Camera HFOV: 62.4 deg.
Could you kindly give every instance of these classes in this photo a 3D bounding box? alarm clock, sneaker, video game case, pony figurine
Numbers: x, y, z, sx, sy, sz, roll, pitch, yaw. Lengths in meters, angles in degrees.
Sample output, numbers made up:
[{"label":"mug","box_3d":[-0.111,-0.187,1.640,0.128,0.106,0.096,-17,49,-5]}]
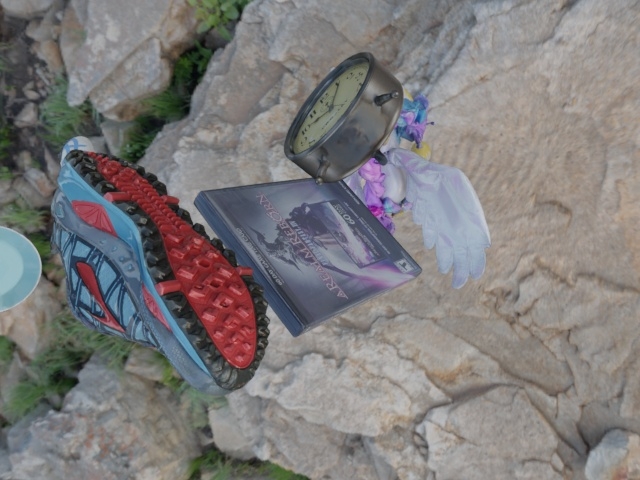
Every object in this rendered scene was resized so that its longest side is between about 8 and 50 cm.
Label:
[{"label":"alarm clock","box_3d":[0.021,-0.130,0.549,0.064,0.192,0.129,34,108,-29]},{"label":"sneaker","box_3d":[-0.363,-0.091,0.829,0.086,0.237,0.085,-13,132,-12]},{"label":"video game case","box_3d":[0.000,0.000,0.668,0.196,0.274,0.026,50,123,17]},{"label":"sneaker","box_3d":[-0.144,0.039,0.444,0.262,0.104,0.125,45,114,29]},{"label":"pony figurine","box_3d":[0.105,-0.105,0.879,0.303,0.363,0.351,-11,101,20]}]

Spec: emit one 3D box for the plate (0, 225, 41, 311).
[{"label":"plate","box_3d":[-0.646,0.055,1.021,0.024,0.188,0.188,34,113,50]}]
